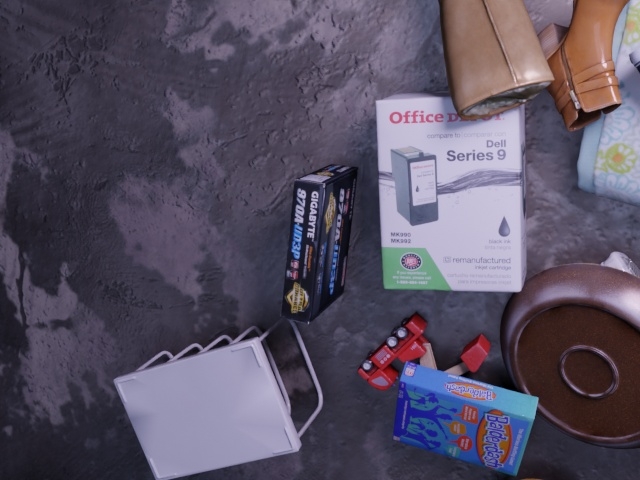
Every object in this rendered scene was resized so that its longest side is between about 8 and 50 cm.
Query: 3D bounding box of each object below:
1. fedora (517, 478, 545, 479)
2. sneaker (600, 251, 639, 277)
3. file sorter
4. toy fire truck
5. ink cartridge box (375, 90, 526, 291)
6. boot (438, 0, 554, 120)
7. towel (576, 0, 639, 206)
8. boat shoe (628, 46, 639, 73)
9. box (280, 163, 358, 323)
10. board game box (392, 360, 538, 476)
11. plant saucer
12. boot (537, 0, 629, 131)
[{"bbox_3d":[0.348,0.470,1.337,0.194,0.079,0.194,2,97,17],"label":"fedora"},{"bbox_3d":[0.465,0.135,1.225,0.115,0.090,0.232,-37,82,30],"label":"sneaker"},{"bbox_3d":[-0.164,0.262,1.408,0.278,0.173,0.192,-18,97,22],"label":"file sorter"},{"bbox_3d":[0.168,0.195,1.350,0.135,0.047,0.192,44,113,3],"label":"toy fire truck"},{"bbox_3d":[0.197,-0.077,1.235,0.211,0.121,0.289,0,102,18],"label":"ink cartridge box"},{"bbox_3d":[0.266,-0.322,1.115,0.236,0.089,0.269,-21,68,25],"label":"boot"},{"bbox_3d":[0.515,-0.206,1.050,0.321,0.090,0.374,22,111,42],"label":"towel"},{"bbox_3d":[0.474,-0.242,0.991,0.183,0.065,0.083,-35,87,39],"label":"boat shoe"},{"bbox_3d":[0.000,0.000,1.290,0.051,0.175,0.220,11,105,17],"label":"box"},{"bbox_3d":[0.226,0.286,1.316,0.210,0.047,0.160,13,133,14],"label":"board game box"},{"bbox_3d":[0.401,0.184,1.213,0.311,0.050,0.310,19,124,30],"label":"plant saucer"},{"bbox_3d":[0.369,-0.248,1.084,0.197,0.073,0.152,131,132,-60],"label":"boot"}]
